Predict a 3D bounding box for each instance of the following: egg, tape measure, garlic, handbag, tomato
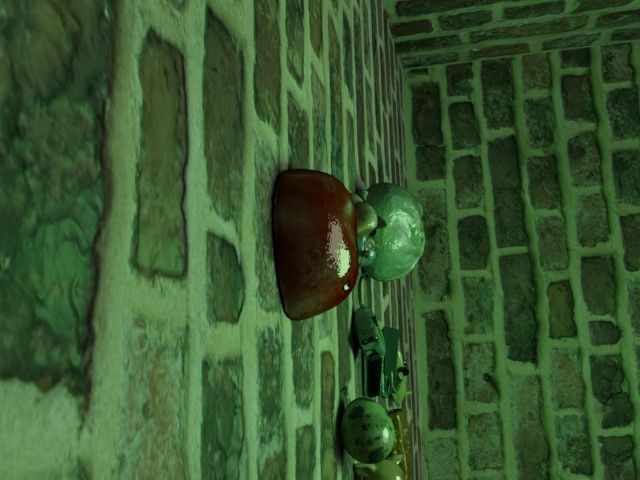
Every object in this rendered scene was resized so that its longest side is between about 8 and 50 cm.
[{"bbox_3d":[0.119,0.490,1.739,0.182,0.141,0.141,-106,179,-46],"label":"egg"},{"bbox_3d":[0.138,0.232,2.082,0.330,0.084,0.164,-98,175,-54],"label":"tape measure"},{"bbox_3d":[0.082,-0.067,1.816,0.099,0.124,0.174,51,7,-42],"label":"garlic"},{"bbox_3d":[0.206,0.406,2.255,0.326,0.089,0.239,32,56,-73],"label":"handbag"},{"bbox_3d":[0.010,0.000,1.418,0.338,0.143,0.339,-2,90,-78],"label":"tomato"}]

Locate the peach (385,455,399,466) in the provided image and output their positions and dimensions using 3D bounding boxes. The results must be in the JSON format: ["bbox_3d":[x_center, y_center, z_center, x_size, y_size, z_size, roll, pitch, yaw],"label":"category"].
[{"bbox_3d":[0.226,0.782,2.280,0.098,0.061,0.098,16,70,-52],"label":"peach"}]

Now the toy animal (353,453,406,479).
[{"bbox_3d":[0.182,0.745,1.899,0.166,0.154,0.250,7,83,-54],"label":"toy animal"}]

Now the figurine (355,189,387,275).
[{"bbox_3d":[0.104,-0.023,1.968,0.205,0.102,0.260,128,-28,-50],"label":"figurine"}]

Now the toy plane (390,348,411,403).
[{"bbox_3d":[0.308,0.533,2.652,0.229,0.092,0.244,-100,180,-77],"label":"toy plane"}]

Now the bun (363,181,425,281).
[{"bbox_3d":[0.248,-0.026,2.287,0.362,0.211,0.362,-1,90,-78],"label":"bun"}]

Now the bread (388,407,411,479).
[{"bbox_3d":[0.291,0.777,2.526,0.139,0.077,0.271,12,73,-72],"label":"bread"}]
